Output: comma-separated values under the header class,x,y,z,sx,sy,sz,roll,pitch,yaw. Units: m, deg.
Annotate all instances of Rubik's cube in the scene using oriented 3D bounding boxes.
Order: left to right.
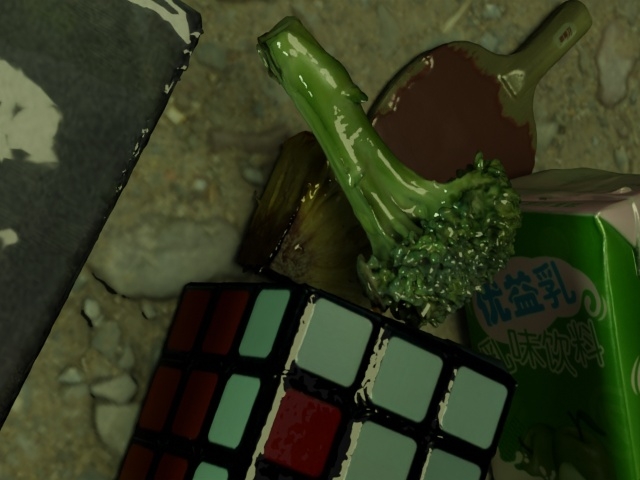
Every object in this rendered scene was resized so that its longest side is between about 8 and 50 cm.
class,x,y,z,sx,sy,sz,roll,pitch,yaw
Rubik's cube,-0.007,0.121,0.752,0.162,0.161,0.163,26,76,-26

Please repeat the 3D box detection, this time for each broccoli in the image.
class,x,y,z,sx,sy,sz,roll,pitch,yaw
broccoli,0.033,-0.043,0.738,0.122,0.118,0.204,-41,105,-11

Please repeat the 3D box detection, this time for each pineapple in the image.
class,x,y,z,sx,sy,sz,roll,pitch,yaw
pineapple,0.000,0.000,0.812,0.116,0.069,0.137,-25,103,-29

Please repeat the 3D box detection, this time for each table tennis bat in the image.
class,x,y,z,sx,sy,sz,roll,pitch,yaw
table tennis bat,0.120,-0.097,0.911,0.234,0.022,0.131,-46,110,-21

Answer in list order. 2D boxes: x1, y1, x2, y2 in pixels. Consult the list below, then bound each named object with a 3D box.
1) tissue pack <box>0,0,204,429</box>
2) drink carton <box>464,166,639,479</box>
class,x,y,z,sx,sy,sz,roll,pitch,yaw
tissue pack,-0.268,-0.016,0.626,0.288,0.124,0.394,33,73,-25
drink carton,0.190,0.090,0.864,0.108,0.161,0.271,-17,103,-30
